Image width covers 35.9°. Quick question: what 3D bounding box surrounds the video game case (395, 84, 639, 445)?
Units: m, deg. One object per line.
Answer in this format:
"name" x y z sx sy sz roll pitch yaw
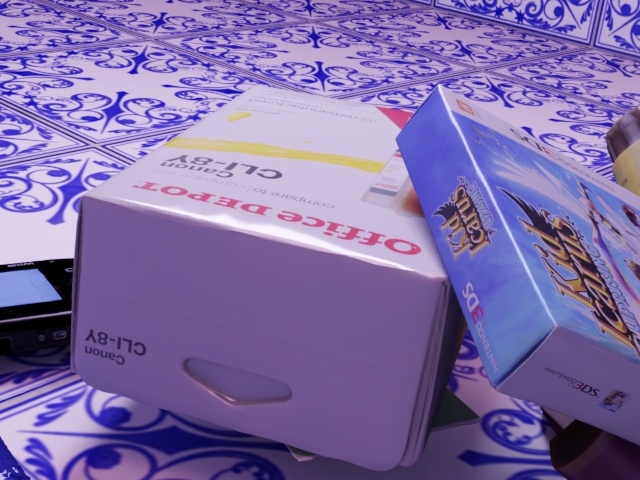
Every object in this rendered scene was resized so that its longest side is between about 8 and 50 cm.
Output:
"video game case" 0.190 0.026 0.699 0.244 0.061 0.269 23 31 -27

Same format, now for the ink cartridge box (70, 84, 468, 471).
"ink cartridge box" 0.000 0.000 0.858 0.279 0.160 0.385 13 24 12

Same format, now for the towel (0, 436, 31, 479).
"towel" -0.250 0.219 0.553 0.227 0.076 0.308 -18 33 -31

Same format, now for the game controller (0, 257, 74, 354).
"game controller" -0.331 0.061 0.888 0.319 0.067 0.166 -6 26 -28

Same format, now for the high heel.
"high heel" 0.277 0.171 0.806 0.181 0.127 0.377 45 24 4

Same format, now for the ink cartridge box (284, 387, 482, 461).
"ink cartridge box" 0.001 0.124 0.843 0.171 0.056 0.235 -7 28 -27

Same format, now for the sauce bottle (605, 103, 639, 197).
"sauce bottle" 0.344 0.041 0.844 0.111 0.111 0.344 -3 66 -20
